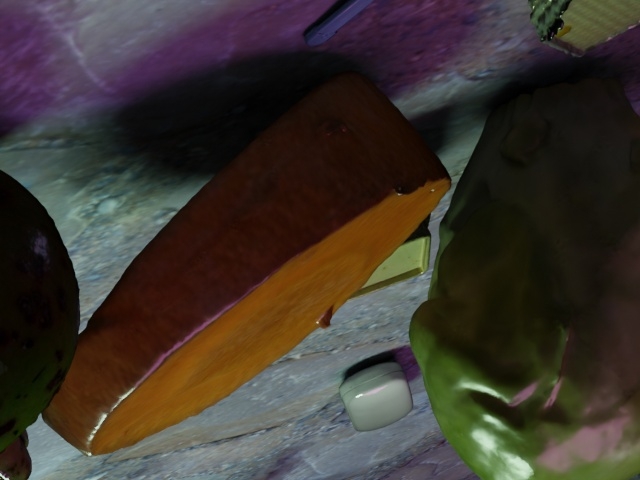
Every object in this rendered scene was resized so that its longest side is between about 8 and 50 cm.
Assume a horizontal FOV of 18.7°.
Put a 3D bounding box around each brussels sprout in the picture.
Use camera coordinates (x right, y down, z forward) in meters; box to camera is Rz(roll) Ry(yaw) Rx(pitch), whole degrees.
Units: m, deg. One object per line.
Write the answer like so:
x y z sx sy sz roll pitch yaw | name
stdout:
0.191 0.048 1.459 0.243 0.316 0.274 -6 153 37 | brussels sprout

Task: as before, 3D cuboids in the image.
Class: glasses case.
0.062 0.173 2.140 0.074 0.049 0.193 -22 164 -1 | glasses case

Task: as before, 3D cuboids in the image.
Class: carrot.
-0.053 0.027 1.274 0.307 0.100 0.258 -43 169 -9 | carrot

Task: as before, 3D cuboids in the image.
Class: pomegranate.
-0.231 0.065 1.146 0.202 0.202 0.248 -21 137 -2 | pomegranate

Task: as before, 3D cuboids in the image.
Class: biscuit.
0.236 -0.195 1.205 0.250 0.046 0.147 -30 163 24 | biscuit

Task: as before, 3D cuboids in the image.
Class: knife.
0.020 -0.142 1.167 0.027 0.010 0.096 -8 161 -41 | knife

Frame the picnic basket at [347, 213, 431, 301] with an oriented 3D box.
0.000 0.000 1.465 0.164 0.079 0.115 -19 165 -6 | picnic basket
